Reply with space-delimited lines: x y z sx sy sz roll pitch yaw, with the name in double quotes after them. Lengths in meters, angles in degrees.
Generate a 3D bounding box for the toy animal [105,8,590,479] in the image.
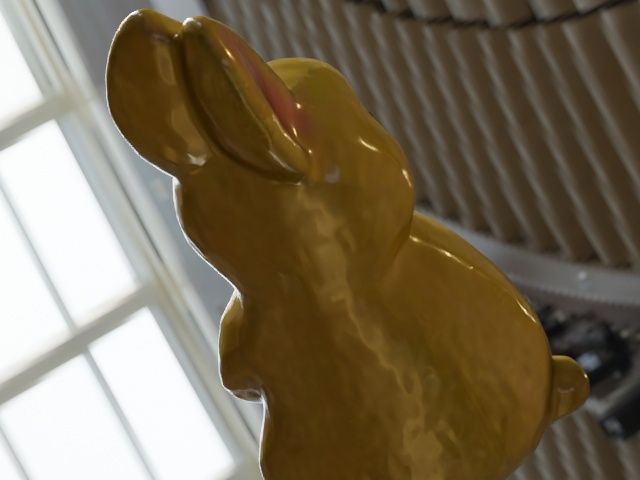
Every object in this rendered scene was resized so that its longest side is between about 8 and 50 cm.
0.003 -0.002 0.420 0.070 0.083 0.159 -86 157 -43 "toy animal"
